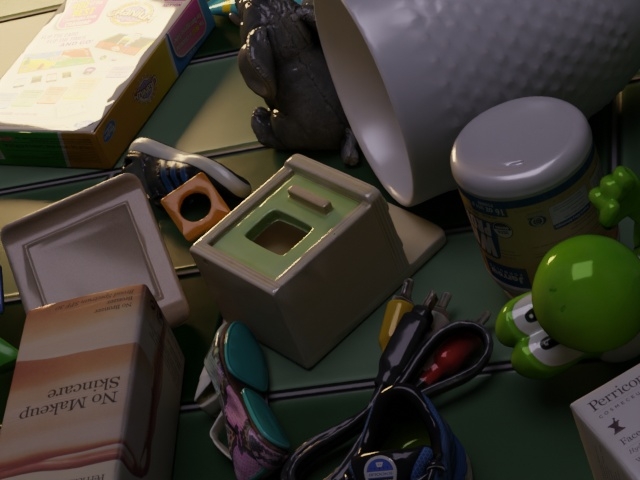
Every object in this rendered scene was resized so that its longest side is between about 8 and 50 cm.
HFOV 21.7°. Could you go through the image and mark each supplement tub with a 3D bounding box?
[{"bbox_3d":[0.225,-0.031,1.709,0.144,0.200,0.144,-15,38,12],"label":"supplement tub"}]

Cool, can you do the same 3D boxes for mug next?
[{"bbox_3d":[0.183,-0.264,1.868,0.328,0.374,0.276,-23,33,-9],"label":"mug"}]

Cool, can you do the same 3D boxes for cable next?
[{"bbox_3d":[0.079,0.166,1.695,0.139,0.072,0.287,21,67,27],"label":"cable"}]

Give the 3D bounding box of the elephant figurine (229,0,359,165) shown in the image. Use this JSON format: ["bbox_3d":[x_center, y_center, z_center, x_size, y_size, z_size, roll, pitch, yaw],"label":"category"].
[{"bbox_3d":[-0.044,-0.232,2.050,0.186,0.239,0.169,0,44,27],"label":"elephant figurine"}]

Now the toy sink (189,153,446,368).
[{"bbox_3d":[0.000,0.000,1.845,0.234,0.131,0.153,-41,42,-21],"label":"toy sink"}]

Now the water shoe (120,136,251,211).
[{"bbox_3d":[-0.169,-0.067,2.080,0.203,0.073,0.080,20,82,41],"label":"water shoe"}]

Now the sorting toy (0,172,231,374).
[{"bbox_3d":[-0.261,0.041,1.957,0.347,0.047,0.196,-23,71,1],"label":"sorting toy"}]

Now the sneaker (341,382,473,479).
[{"bbox_3d":[0.062,0.264,1.492,0.129,0.147,0.330,-12,40,15],"label":"sneaker"}]

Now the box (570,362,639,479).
[{"bbox_3d":[0.331,0.185,1.415,0.181,0.182,0.119,-30,39,-7],"label":"box"}]

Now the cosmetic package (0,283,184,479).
[{"bbox_3d":[-0.240,0.200,1.738,0.153,0.129,0.296,-13,40,11],"label":"cosmetic package"}]

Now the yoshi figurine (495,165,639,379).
[{"bbox_3d":[0.339,0.020,1.585,0.362,0.203,0.203,-28,38,-6],"label":"yoshi figurine"}]

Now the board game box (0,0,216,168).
[{"bbox_3d":[-0.322,-0.231,2.337,0.242,0.064,0.316,4,46,31],"label":"board game box"}]

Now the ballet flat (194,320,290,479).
[{"bbox_3d":[-0.090,0.172,1.749,0.079,0.077,0.221,-44,35,16],"label":"ballet flat"}]

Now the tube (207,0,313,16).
[{"bbox_3d":[-0.079,-0.333,2.351,0.207,0.052,0.080,13,38,44],"label":"tube"}]
